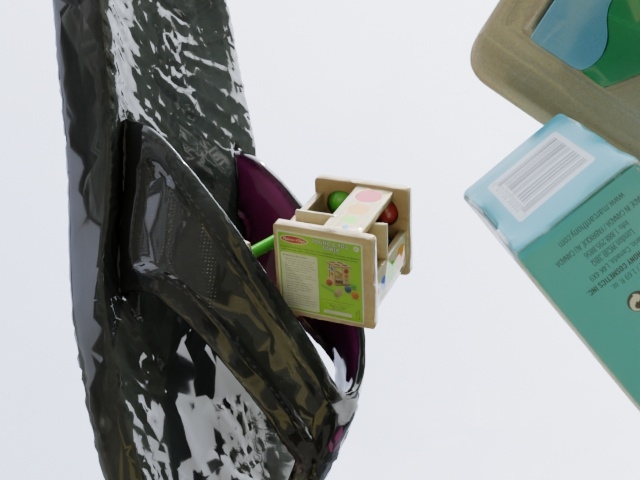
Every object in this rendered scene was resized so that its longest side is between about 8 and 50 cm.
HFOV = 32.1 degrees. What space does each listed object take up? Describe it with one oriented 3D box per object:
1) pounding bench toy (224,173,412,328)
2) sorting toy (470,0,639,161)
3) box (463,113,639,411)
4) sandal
[{"bbox_3d":[0.000,0.000,0.575,0.083,0.065,0.052,9,-57,21],"label":"pounding bench toy"},{"bbox_3d":[0.192,-0.106,0.506,0.193,0.038,0.208,36,-53,5],"label":"sorting toy"},{"bbox_3d":[0.167,0.061,0.488,0.060,0.100,0.244,-40,-74,7],"label":"box"},{"bbox_3d":[-0.054,0.004,0.608,0.107,0.445,0.167,-18,-12,28],"label":"sandal"}]
